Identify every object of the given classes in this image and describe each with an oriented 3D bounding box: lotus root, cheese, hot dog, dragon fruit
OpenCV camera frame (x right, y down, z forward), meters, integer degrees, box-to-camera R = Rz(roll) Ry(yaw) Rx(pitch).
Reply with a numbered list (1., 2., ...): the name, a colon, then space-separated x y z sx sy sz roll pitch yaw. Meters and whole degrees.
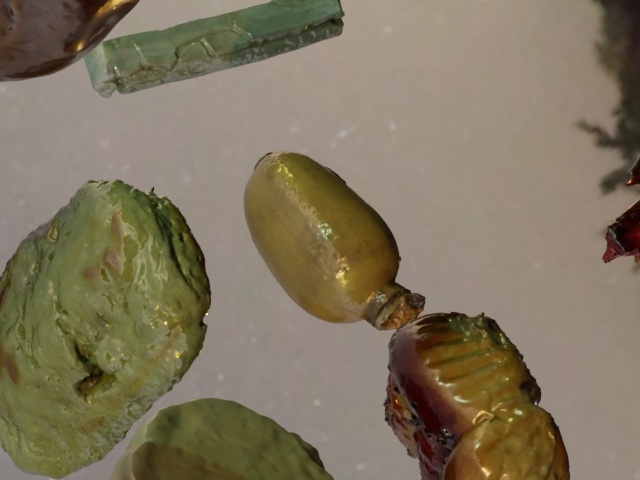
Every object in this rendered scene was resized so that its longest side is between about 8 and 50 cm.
1. lotus root: -0.001 -0.002 1.815 0.130 0.146 0.303 -16 -130 -34
2. cheese: -0.121 0.339 1.978 0.326 0.115 0.318 2 -145 -35
3. hot dog: 0.199 0.267 1.902 0.365 0.196 0.367 90 157 -71
4. dragon fruit: 0.366 -0.042 1.560 0.092 0.192 0.122 25 139 37

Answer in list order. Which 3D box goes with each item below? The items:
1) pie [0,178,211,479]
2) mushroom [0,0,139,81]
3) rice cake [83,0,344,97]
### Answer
1. pie: -0.183 0.056 1.121 0.090 0.248 0.201 14 -137 -41
2. mushroom: -0.168 -0.209 0.769 0.153 0.253 0.253 8 -127 -50
3. rice cake: -0.132 -0.251 1.909 0.063 0.336 0.066 89 159 -55
